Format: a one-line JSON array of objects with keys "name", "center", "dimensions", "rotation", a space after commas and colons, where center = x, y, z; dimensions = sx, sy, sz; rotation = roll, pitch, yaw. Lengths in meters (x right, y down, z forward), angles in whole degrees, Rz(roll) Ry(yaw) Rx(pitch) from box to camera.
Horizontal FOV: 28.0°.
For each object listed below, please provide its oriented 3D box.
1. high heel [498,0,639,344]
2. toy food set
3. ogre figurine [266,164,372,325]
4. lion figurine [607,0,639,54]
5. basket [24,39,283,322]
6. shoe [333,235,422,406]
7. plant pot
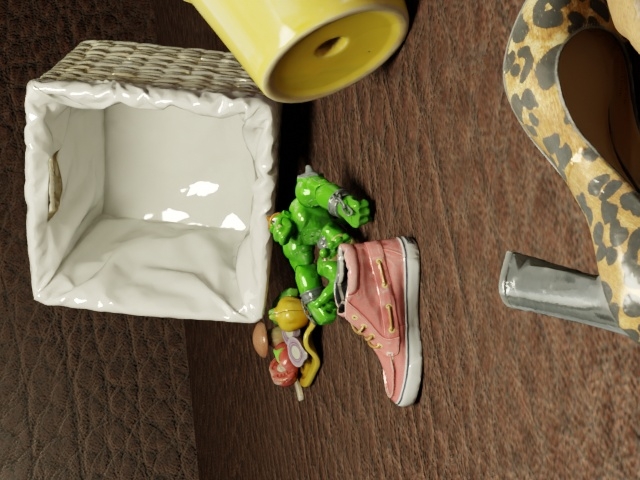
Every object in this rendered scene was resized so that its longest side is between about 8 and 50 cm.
[{"name": "high heel", "center": [0.196, -0.069, 0.771], "dimensions": [0.186, 0.093, 0.261], "rotation": [10, 95, 57]}, {"name": "toy food set", "center": [-0.052, 0.141, 1.783], "dimensions": [0.218, 0.071, 0.128], "rotation": [110, 153, -58]}, {"name": "ogre figurine", "center": [0.000, 0.000, 1.514], "dimensions": [0.118, 0.097, 0.197], "rotation": [53, 164, 34]}, {"name": "lion figurine", "center": [0.183, -0.198, 0.627], "dimensions": [0.240, 0.142, 0.392], "rotation": [-100, 9, -53]}, {"name": "basket", "center": [-0.213, -0.093, 1.783], "dimensions": [0.266, 0.332, 0.328], "rotation": [-76, -9, -64]}, {"name": "shoe", "center": [0.057, 0.085, 1.312], "dimensions": [0.063, 0.081, 0.177], "rotation": [-146, 53, -73]}, {"name": "plant pot", "center": [-0.032, -0.282, 1.294], "dimensions": [0.239, 0.254, 0.254], "rotation": [64, 159, 19]}]
